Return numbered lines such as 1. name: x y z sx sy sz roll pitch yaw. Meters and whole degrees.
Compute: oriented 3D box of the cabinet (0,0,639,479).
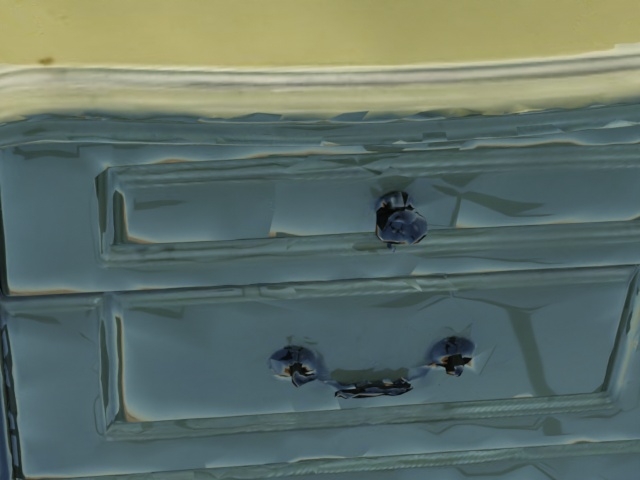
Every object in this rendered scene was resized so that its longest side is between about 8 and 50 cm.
1. cabinet: 0.000 0.000 0.605 0.289 0.227 0.318 -3 134 -8
